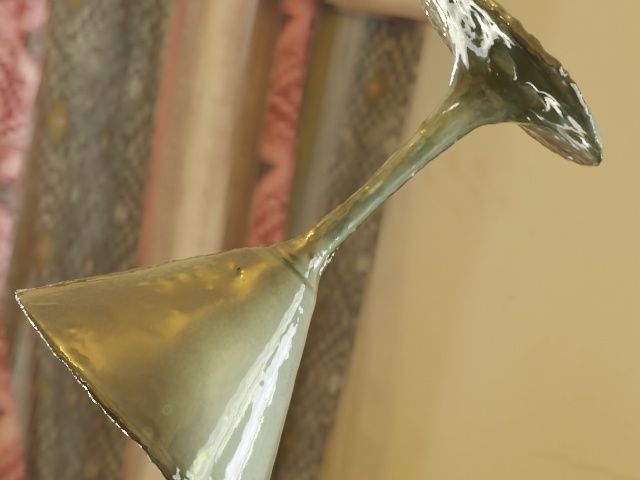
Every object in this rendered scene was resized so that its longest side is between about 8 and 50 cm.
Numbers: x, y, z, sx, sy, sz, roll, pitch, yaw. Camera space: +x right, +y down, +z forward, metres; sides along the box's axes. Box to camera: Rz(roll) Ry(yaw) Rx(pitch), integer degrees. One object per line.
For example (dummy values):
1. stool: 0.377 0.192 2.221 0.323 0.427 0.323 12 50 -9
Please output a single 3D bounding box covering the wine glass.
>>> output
1. wine glass: 0.000 0.000 1.452 0.267 0.406 0.267 45 -6 6
